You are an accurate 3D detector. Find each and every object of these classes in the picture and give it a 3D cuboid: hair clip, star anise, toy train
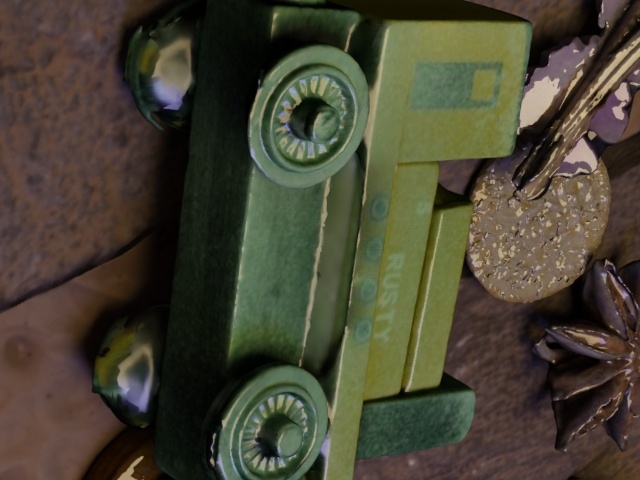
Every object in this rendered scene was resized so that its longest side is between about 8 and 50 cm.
[{"bbox_3d":[0.234,-0.144,1.246,0.292,0.084,0.106,-50,125,-5],"label":"hair clip"},{"bbox_3d":[0.249,0.091,1.384,0.182,0.065,0.195,-21,118,-33],"label":"star anise"},{"bbox_3d":[0.000,0.000,1.097,0.253,0.160,0.397,-5,109,-40],"label":"toy train"}]

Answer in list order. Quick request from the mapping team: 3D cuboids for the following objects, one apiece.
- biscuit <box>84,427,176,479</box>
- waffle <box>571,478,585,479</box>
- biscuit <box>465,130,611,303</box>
[{"bbox_3d":[-0.159,0.315,1.190,0.283,0.064,0.432,27,94,-41],"label":"biscuit"},{"bbox_3d":[0.216,0.385,1.478,0.213,0.091,0.308,40,84,-40],"label":"waffle"},{"bbox_3d":[0.170,-0.020,1.300,0.152,0.020,0.152,-13,114,-30],"label":"biscuit"}]
